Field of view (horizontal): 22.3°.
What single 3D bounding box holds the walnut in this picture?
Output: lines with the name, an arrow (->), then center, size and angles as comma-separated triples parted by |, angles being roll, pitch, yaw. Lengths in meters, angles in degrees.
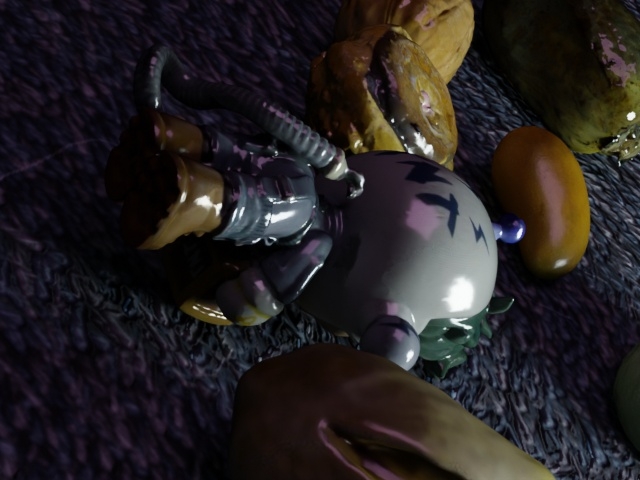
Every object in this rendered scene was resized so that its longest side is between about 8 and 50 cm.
walnut -> 0.087, -0.220, 1.720 | 0.144, 0.144, 0.180 | 39, 43, 2

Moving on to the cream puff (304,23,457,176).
cream puff -> 0.051, -0.113, 1.571 | 0.189, 0.129, 0.189 | 41, 36, -39

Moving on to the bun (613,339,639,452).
bun -> 0.381, 0.153, 1.572 | 0.195, 0.118, 0.195 | 21, 41, -19

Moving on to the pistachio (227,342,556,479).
pistachio -> 0.051, 0.188, 1.223 | 0.288, 0.197, 0.166 | 37, 77, -20

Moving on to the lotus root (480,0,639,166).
lotus root -> 0.297, -0.220, 1.881 | 0.152, 0.160, 0.275 | -16, 60, -37

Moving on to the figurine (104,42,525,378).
figurine -> 0.000, 0.004, 1.356 | 0.382, 0.186, 0.261 | 14, 47, -37

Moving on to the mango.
mango -> 0.233, -0.040, 1.688 | 0.102, 0.085, 0.184 | 13, 47, -30
